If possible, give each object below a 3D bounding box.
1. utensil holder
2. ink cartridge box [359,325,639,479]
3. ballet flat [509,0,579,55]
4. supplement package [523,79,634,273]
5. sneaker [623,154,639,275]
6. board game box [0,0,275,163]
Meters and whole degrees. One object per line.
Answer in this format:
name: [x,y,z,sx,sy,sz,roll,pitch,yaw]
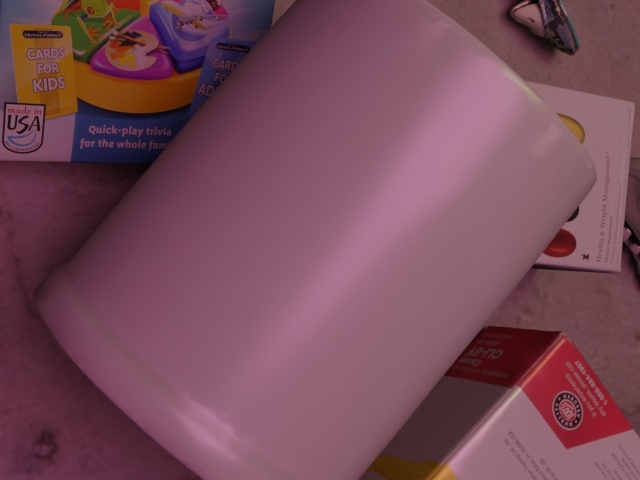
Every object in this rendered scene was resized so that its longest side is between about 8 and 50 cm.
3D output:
utensil holder: [0.000,0.000,0.957,0.327,0.327,0.385,39,91,-21]
ink cartridge box: [0.172,0.321,1.189,0.384,0.160,0.279,-42,107,-20]
ballet flat: [0.241,-0.295,1.282,0.070,0.070,0.188,-29,101,-23]
supplement package: [0.216,-0.069,1.214,0.203,0.149,0.194,5,88,-27]
sneaker: [0.448,0.008,1.348,0.292,0.118,0.110,45,70,-21]
board game box: [-0.168,-0.238,0.995,0.253,0.079,0.336,-1,114,-26]
